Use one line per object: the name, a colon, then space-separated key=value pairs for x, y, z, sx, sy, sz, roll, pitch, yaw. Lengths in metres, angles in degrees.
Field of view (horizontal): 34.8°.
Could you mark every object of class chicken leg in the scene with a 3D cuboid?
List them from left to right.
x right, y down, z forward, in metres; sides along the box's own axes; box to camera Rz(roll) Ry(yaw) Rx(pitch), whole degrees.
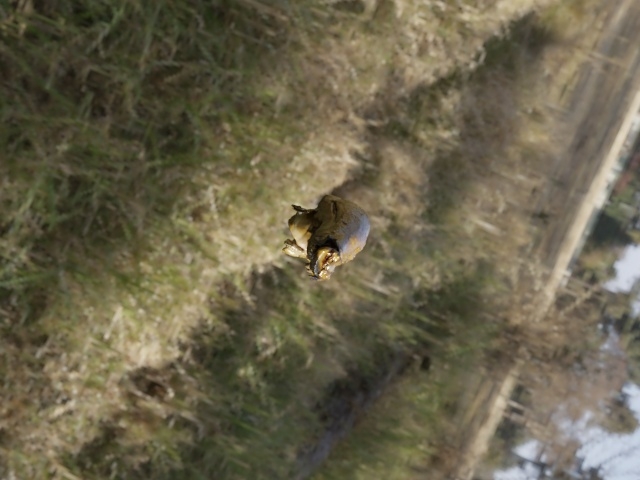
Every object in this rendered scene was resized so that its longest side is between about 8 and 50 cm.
chicken leg: x=0.003 y=-0.001 z=1.218 sx=0.207 sy=0.101 sz=0.085 roll=-64 pitch=165 yaw=-74
